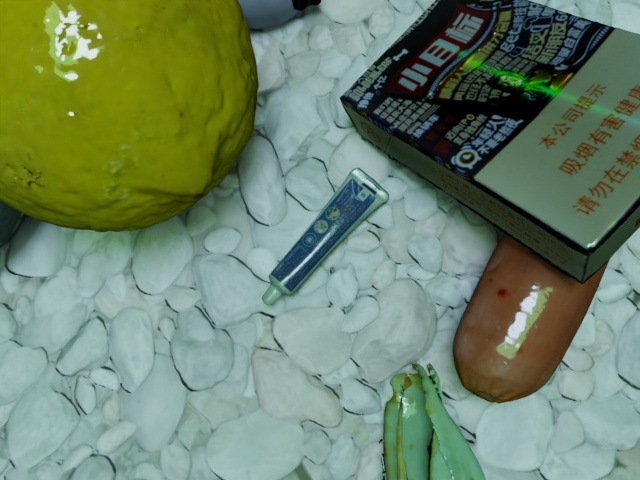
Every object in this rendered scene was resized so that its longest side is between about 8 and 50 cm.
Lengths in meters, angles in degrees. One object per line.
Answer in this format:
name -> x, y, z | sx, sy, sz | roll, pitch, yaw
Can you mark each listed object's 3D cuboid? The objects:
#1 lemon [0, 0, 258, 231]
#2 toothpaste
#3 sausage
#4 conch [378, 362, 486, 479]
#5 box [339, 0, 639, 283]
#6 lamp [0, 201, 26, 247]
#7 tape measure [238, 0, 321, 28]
lemon -> -0.223, -0.173, 0.466 | 0.336, 0.336, 0.336 | -1, 81, 4
toothpaste -> 0.000, 0.000, 0.556 | 0.057, 0.035, 0.197 | 41, 83, 3
sausage -> 0.226, 0.049, 0.494 | 0.114, 0.113, 0.259 | 28, 84, 8
conch -> 0.106, 0.222, 0.499 | 0.106, 0.079, 0.170 | -15, 65, -4
box -> 0.194, -0.128, 0.472 | 0.198, 0.084, 0.310 | -46, 54, -2
lamp -> -0.464, -0.094, 0.564 | 0.182, 0.182, 0.314 | -44, 49, -3
tape measure -> -0.079, -0.361, 0.580 | 0.196, 0.105, 0.178 | 4, 82, 4
